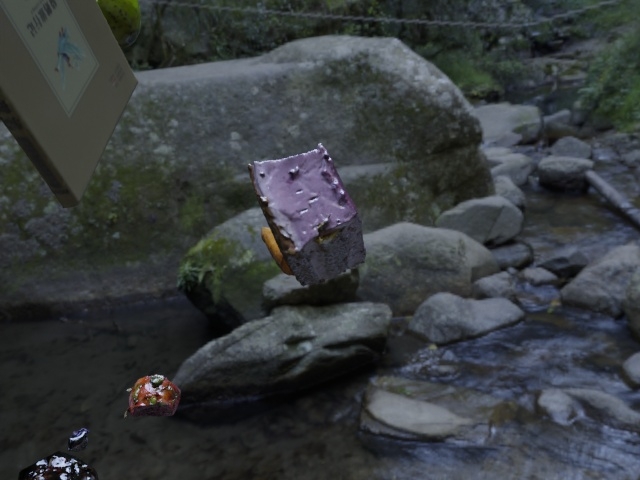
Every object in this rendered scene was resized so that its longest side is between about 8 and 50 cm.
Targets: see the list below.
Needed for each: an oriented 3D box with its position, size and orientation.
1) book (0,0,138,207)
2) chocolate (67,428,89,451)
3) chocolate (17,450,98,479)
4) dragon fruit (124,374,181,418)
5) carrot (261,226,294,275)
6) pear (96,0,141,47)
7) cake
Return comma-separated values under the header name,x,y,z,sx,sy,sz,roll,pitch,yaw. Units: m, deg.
name,x,y,z,sx,sy,sz,roll,pitch,yaw
book,-0.259,-0.212,0.510,0.021,0.310,0.217,-6,45,10
chocolate,-0.706,0.589,1.717,0.147,0.070,0.072,-30,32,60
chocolate,-0.424,0.422,0.910,0.156,0.156,0.133,-10,-7,-8
dragon fruit,-0.456,0.420,1.586,0.147,0.096,0.102,3,52,-9
carrot,-0.109,0.012,1.481,0.072,0.072,0.205,-16,33,-25
pear,-0.559,-0.539,1.347,0.286,0.282,0.176,-50,11,12
cake,0.000,0.000,0.778,0.116,0.112,0.295,-24,-26,1
